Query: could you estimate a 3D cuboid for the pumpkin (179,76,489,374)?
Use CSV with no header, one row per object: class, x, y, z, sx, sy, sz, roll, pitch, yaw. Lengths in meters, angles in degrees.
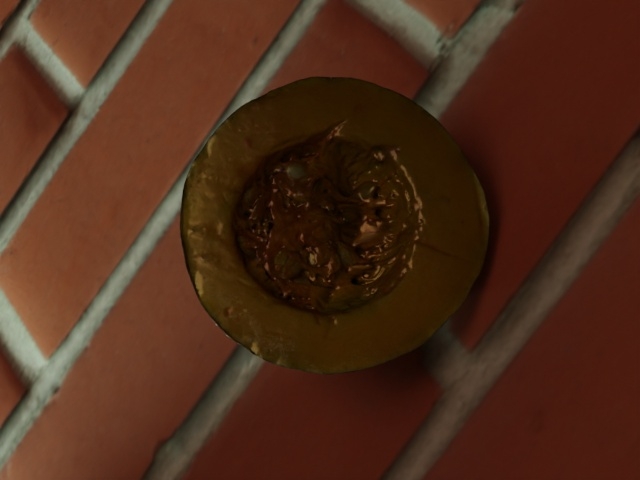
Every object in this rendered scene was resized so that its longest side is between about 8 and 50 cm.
pumpkin,0.003,-0.001,1.400,0.110,0.217,0.217,110,175,-75
